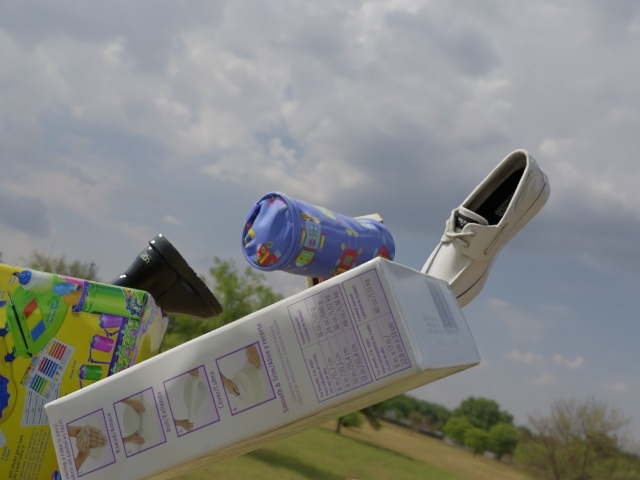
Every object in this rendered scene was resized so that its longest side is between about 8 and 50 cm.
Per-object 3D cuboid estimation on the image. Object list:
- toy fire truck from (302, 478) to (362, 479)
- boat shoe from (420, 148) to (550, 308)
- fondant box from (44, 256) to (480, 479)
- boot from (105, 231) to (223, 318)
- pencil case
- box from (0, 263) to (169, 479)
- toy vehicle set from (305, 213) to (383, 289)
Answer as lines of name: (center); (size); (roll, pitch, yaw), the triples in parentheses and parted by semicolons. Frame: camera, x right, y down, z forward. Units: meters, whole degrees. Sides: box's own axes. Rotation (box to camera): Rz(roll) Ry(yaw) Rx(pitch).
toy fire truck: (0.058, 0.325, 0.674); (0.253, 0.169, 0.302); (29, 27, 8)
boat shoe: (0.217, -0.012, 1.050); (0.096, 0.267, 0.088); (43, -1, 45)
fondant box: (-0.040, 0.131, 0.690); (0.330, 0.096, 0.238); (-26, -16, 17)
boot: (-0.292, 0.118, 1.265); (0.094, 0.207, 0.246); (42, -11, 31)
pencil case: (0.000, 0.000, 1.231); (0.133, 0.119, 0.306); (43, 18, 32)
box: (-0.373, 0.196, 0.962); (0.279, 0.290, 0.177); (11, -17, 1)
toy vehicle set: (0.054, 0.082, 1.574); (0.166, 0.267, 0.035); (-12, 30, -11)
